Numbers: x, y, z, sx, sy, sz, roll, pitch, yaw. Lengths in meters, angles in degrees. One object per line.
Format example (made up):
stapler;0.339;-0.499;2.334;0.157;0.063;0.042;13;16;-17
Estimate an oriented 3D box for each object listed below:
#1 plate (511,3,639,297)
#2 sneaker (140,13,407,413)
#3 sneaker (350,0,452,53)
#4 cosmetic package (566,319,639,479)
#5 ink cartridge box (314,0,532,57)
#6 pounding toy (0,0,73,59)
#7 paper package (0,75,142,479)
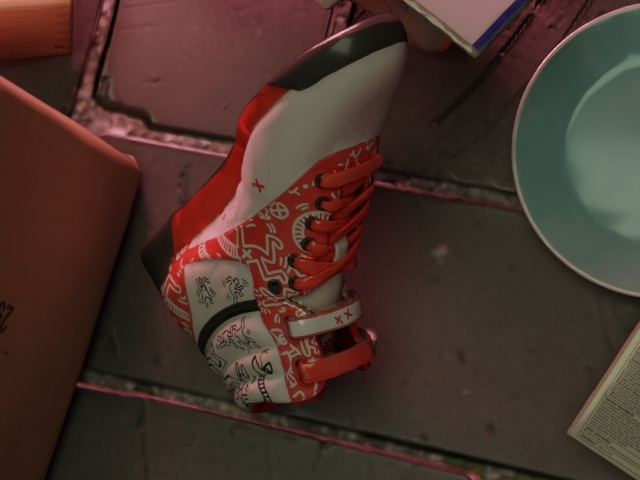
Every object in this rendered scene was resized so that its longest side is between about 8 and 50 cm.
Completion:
plate;0.211;-0.054;0.850;0.188;0.024;0.188;-3;77;12
sneaker;0.001;0.000;0.796;0.145;0.090;0.270;57;137;12
sneaker;-0.030;-0.192;0.892;0.262;0.099;0.121;41;98;7
cosmetic package;0.198;0.078;0.802;0.060;0.041;0.115;35;100;11
ink cartridge box;0.049;-0.279;0.837;0.307;0.072;0.303;43;61;3
pounding toy;-0.203;-0.222;0.952;0.206;0.094;0.181;-6;76;-13
paper package;-0.267;0.042;0.787;0.168;0.325;0.309;14;83;16
